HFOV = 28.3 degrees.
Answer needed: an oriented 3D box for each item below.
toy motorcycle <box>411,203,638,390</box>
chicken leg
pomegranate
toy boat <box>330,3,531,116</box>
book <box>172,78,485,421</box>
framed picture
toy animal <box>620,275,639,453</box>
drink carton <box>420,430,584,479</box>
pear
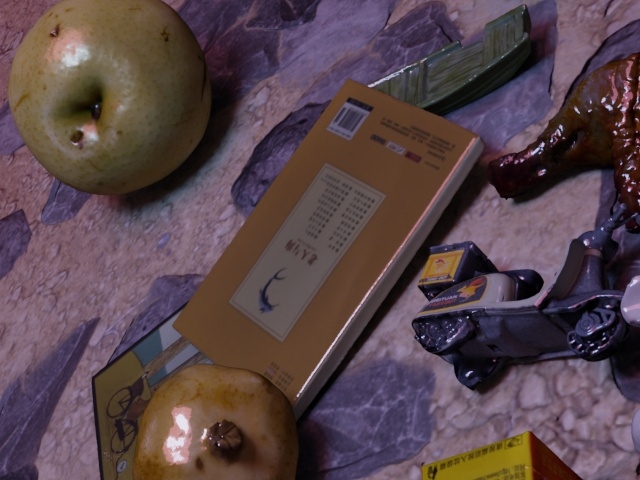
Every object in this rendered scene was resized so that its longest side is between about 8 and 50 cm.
[{"bbox_3d":[0.199,0.058,1.225,0.263,0.091,0.157,-12,44,44],"label":"toy motorcycle"},{"bbox_3d":[0.308,-0.097,1.272,0.322,0.083,0.177,20,83,52],"label":"chicken leg"},{"bbox_3d":[-0.109,0.217,1.323,0.196,0.196,0.196,-28,39,26],"label":"pomegranate"},{"bbox_3d":[0.140,-0.196,1.565,0.293,0.055,0.093,-22,43,32],"label":"toy boat"},{"bbox_3d":[0.000,0.000,1.496,0.389,0.032,0.269,-54,41,-2],"label":"book"},{"bbox_3d":[-0.161,0.164,1.579,0.324,0.013,0.244,-38,37,15],"label":"framed picture"},{"bbox_3d":[0.327,0.108,1.007,0.178,0.127,0.193,-18,47,39],"label":"toy animal"},{"bbox_3d":[0.158,0.333,0.944,0.111,0.154,0.351,-26,40,29],"label":"drink carton"},{"bbox_3d":[-0.306,-0.222,1.873,0.309,0.309,0.309,-28,39,26],"label":"pear"}]
